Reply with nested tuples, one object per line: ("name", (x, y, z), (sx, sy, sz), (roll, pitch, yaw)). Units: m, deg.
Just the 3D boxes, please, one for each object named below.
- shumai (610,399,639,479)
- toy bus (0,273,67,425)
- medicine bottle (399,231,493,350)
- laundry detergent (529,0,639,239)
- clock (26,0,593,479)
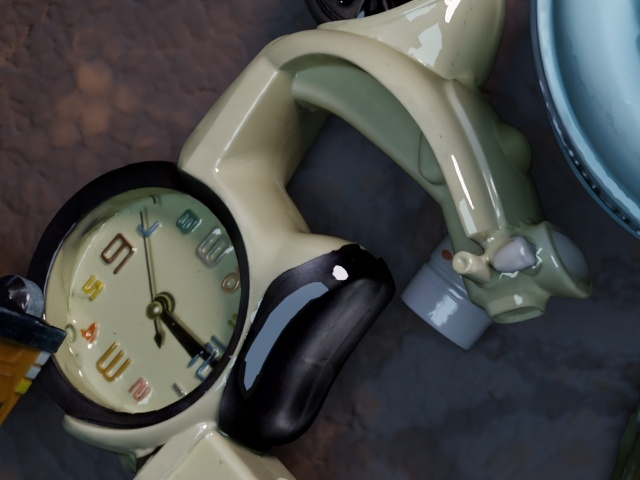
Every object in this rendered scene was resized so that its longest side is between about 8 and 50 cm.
("shumai", (0.308, 0.226, 1.016), (0.324, 0.323, 0.397), (0, 91, 9))
("toy bus", (-0.259, 0.032, 1.160), (0.201, 0.098, 0.114), (37, 97, 35))
("medicine bottle", (0.096, 0.016, 1.170), (0.057, 0.057, 0.089), (39, 95, 5))
("laundry detergent", (0.254, -0.114, 1.023), (0.287, 0.305, 0.287), (0, 91, 7))
("clock", (0.000, 0.000, 1.125), (0.379, 0.120, 0.276), (-47, 64, 14))
